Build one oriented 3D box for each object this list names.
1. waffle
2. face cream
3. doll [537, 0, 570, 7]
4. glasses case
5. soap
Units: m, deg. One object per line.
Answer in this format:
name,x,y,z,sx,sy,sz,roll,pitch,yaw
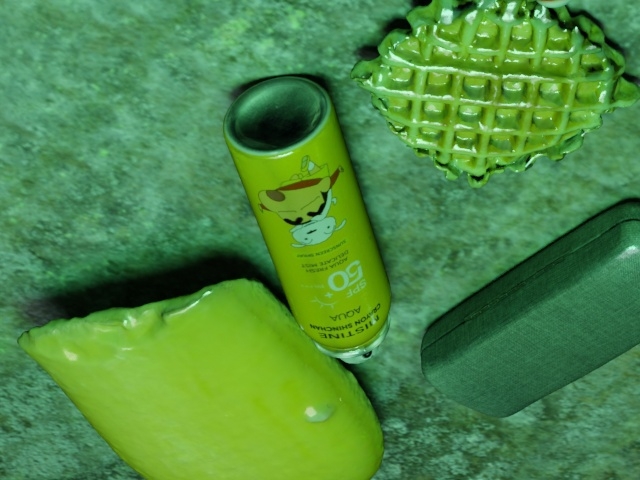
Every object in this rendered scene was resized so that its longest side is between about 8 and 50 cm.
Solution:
waffle,0.154,-0.138,1.519,0.208,0.054,0.214,-28,127,29
face cream,0.000,0.000,1.662,0.105,0.105,0.348,-5,139,12
doll,0.223,-0.264,1.324,0.336,0.105,0.200,-11,137,18
glasses case,0.244,0.076,1.745,0.131,0.074,0.323,31,134,-26
soap,-0.109,0.173,1.872,0.306,0.115,0.427,-16,136,18
